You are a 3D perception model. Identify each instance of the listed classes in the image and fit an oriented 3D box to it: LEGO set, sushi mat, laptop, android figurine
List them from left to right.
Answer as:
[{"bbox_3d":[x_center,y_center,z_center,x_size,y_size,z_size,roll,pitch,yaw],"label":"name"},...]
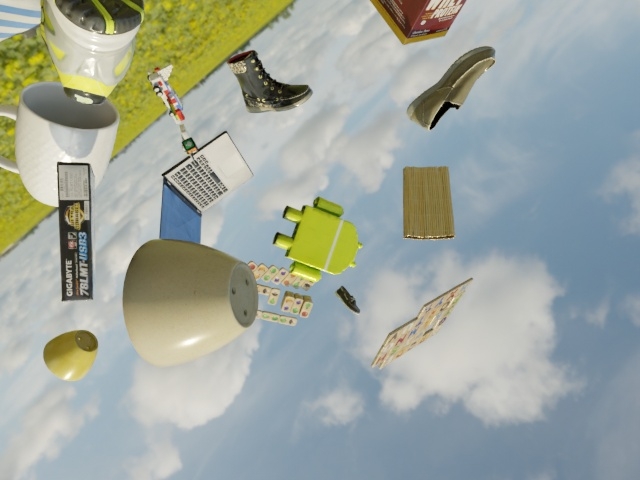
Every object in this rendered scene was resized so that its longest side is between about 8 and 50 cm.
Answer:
[{"bbox_3d":[-0.268,-0.246,1.051,0.060,0.182,0.244,-28,-154,-4],"label":"LEGO set"},{"bbox_3d":[-0.390,-0.112,1.952,0.408,0.236,0.382,-36,164,-4],"label":"laptop"},{"bbox_3d":[0.000,0.000,1.644,0.056,0.272,0.248,5,-104,70],"label":"android figurine"},{"bbox_3d":[0.332,-0.123,1.706,0.151,0.019,0.317,-1,-132,9],"label":"sushi mat"}]

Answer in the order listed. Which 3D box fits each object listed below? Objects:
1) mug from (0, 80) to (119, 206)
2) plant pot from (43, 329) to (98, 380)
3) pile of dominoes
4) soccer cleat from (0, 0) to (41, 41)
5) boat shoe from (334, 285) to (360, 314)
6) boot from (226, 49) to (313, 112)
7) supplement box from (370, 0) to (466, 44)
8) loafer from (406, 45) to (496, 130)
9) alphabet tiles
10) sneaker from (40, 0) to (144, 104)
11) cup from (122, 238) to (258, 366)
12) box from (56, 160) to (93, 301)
[{"bbox_3d":[-0.847,-0.292,1.701,0.276,0.374,0.328,-105,-145,-49],"label":"mug"},{"bbox_3d":[-0.653,0.293,1.471,0.095,0.134,0.134,-39,-161,21],"label":"plant pot"},{"bbox_3d":[-0.146,0.170,1.676,0.040,0.251,0.196,-108,-144,-61],"label":"pile of dominoes"},{"bbox_3d":[-0.669,-0.420,1.045,0.116,0.143,0.331,28,-120,24],"label":"soccer cleat"},{"bbox_3d":[0.092,0.191,1.765,0.038,0.046,0.125,-51,-138,6],"label":"boat shoe"},{"bbox_3d":[-0.155,-0.480,1.647,0.236,0.179,0.085,-1,-135,28],"label":"boot"},{"bbox_3d":[0.211,-0.558,1.150,0.129,0.191,0.194,-22,161,-28],"label":"supplement box"},{"bbox_3d":[0.328,-0.359,1.327,0.251,0.087,0.094,-41,158,23],"label":"loafer"},{"bbox_3d":[0.207,0.182,1.151,0.237,0.009,0.198,-22,147,-35],"label":"alphabet tiles"},{"bbox_3d":[-0.333,-0.339,0.763,0.147,0.145,0.385,-58,-146,35],"label":"sneaker"},{"bbox_3d":[-0.298,0.146,1.389,0.237,0.331,0.331,-7,-148,18],"label":"cup"},{"bbox_3d":[-0.558,-0.018,1.270,0.295,0.073,0.293,-178,-91,-69],"label":"box"}]
